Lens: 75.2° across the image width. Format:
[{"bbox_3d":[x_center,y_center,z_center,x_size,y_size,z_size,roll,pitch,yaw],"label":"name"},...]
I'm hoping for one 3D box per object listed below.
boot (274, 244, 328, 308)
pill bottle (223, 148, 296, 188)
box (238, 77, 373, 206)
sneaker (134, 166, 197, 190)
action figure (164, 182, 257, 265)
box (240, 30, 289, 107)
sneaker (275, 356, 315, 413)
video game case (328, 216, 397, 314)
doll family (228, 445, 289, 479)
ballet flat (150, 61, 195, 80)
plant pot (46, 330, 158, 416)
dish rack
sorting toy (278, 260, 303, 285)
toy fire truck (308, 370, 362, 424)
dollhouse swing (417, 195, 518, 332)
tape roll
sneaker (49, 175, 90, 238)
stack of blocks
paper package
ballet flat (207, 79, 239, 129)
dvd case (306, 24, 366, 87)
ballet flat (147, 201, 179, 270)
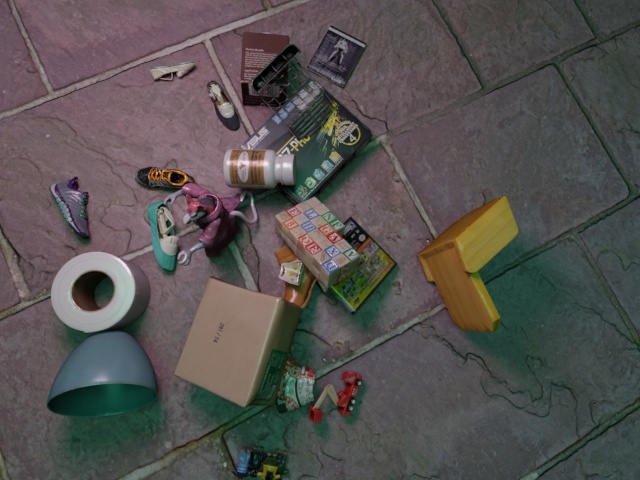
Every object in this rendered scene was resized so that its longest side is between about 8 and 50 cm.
[{"bbox_3d":[-0.100,0.128,1.440,0.283,0.109,0.220,-34,86,-13],"label":"boot"},{"bbox_3d":[-0.200,-0.240,1.400,0.228,0.131,0.131,2,79,4],"label":"pill bottle"},{"bbox_3d":[-0.051,-0.356,1.541,0.318,0.097,0.395,43,80,5],"label":"box"},{"bbox_3d":[-0.550,-0.224,1.467,0.214,0.083,0.084,5,81,-4],"label":"sneaker"},{"bbox_3d":[-0.331,-0.064,1.315,0.275,0.370,0.248,-18,81,-8],"label":"action figure"},{"bbox_3d":[-0.204,-0.624,1.535,0.168,0.167,0.204,3,79,-7],"label":"box"},{"bbox_3d":[-0.103,0.428,1.399,0.144,0.090,0.271,-14,85,-10],"label":"sneaker"},{"bbox_3d":[0.109,0.081,1.465,0.248,0.035,0.275,46,56,3],"label":"video game case"},{"bbox_3d":[-0.196,0.738,1.342,0.192,0.076,0.112,11,83,1],"label":"doll family"},{"bbox_3d":[-0.551,-0.635,1.564,0.168,0.057,0.053,-11,109,-5],"label":"ballet flat"},{"bbox_3d":[-0.650,0.394,1.267,0.289,0.290,0.196,-10,56,-8],"label":"plant pot"},{"bbox_3d":[-0.086,-0.498,1.430,0.208,0.074,0.271,-45,113,-3],"label":"dish rack"},{"bbox_3d":[-0.099,0.107,1.384,0.075,0.045,0.084,11,70,1],"label":"sorting toy"},{"bbox_3d":[0.052,0.526,1.399,0.135,0.047,0.192,25,78,-20],"label":"toy fire truck"},{"bbox_3d":[0.537,0.089,1.399,0.315,0.347,0.305,-38,85,-12],"label":"dollhouse swing"},{"bbox_3d":[-0.696,0.167,1.336,0.245,0.169,0.247,1,79,-7],"label":"tape roll"},{"bbox_3d":[-0.828,-0.116,1.418,0.098,0.083,0.224,-31,84,-16],"label":"sneaker"},{"bbox_3d":[0.000,0.000,1.383,0.171,0.087,0.297,-27,57,-27],"label":"stack of blocks"},{"bbox_3d":[-0.250,0.310,1.298,0.309,0.168,0.325,11,76,30],"label":"paper package"},{"bbox_3d":[-0.366,-0.509,1.546,0.074,0.074,0.203,-27,84,-10],"label":"ballet flat"},{"bbox_3d":[0.064,-0.737,1.663,0.164,0.018,0.222,27,79,0],"label":"dvd case"},{"bbox_3d":[-0.532,-0.021,1.423,0.087,0.083,0.248,-23,78,31],"label":"ballet flat"}]
